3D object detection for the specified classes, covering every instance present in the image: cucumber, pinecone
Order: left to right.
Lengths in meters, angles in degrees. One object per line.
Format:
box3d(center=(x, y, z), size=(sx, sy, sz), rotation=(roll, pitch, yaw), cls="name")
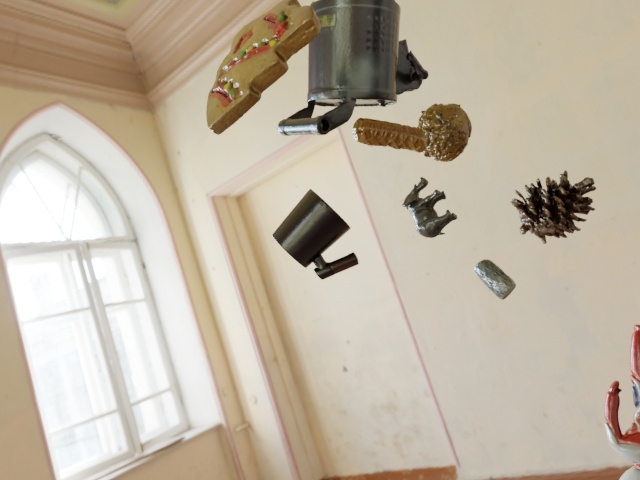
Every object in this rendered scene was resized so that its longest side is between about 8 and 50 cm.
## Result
box3d(center=(0.458, 0.101, 1.299), size=(0.064, 0.112, 0.064), rotation=(-25, -37, -21), cls="cucumber")
box3d(center=(0.640, -0.093, 1.335), size=(0.212, 0.168, 0.186), rotation=(-20, -26, 29), cls="pinecone")

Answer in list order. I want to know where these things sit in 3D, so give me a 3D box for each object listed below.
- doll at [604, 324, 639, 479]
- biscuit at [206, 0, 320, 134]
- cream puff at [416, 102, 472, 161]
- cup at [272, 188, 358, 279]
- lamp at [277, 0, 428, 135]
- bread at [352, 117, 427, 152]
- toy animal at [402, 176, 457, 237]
box3d(center=(0.660, 0.368, 0.967), size=(0.188, 0.384, 0.099), rotation=(17, -10, 29), cls="doll")
box3d(center=(-0.103, -0.264, 0.729), size=(0.212, 0.238, 0.041), rotation=(19, -14, 48), cls="biscuit")
box3d(center=(0.292, -0.259, 1.180), size=(0.126, 0.144, 0.103), rotation=(-9, 4, 41), cls="cream puff")
box3d(center=(-0.008, -0.008, 1.408), size=(0.177, 0.239, 0.166), rotation=(-46, -27, 0), cls="cup")
box3d(center=(0.063, -0.414, 1.083), size=(0.374, 0.272, 0.205), rotation=(-28, 23, -29), cls="lamp")
box3d(center=(0.140, -0.210, 0.984), size=(0.157, 0.052, 0.044), rotation=(7, -22, -13), cls="bread")
box3d(center=(0.371, -0.117, 1.722), size=(0.146, 0.245, 0.114), rotation=(-37, -51, 28), cls="toy animal")
